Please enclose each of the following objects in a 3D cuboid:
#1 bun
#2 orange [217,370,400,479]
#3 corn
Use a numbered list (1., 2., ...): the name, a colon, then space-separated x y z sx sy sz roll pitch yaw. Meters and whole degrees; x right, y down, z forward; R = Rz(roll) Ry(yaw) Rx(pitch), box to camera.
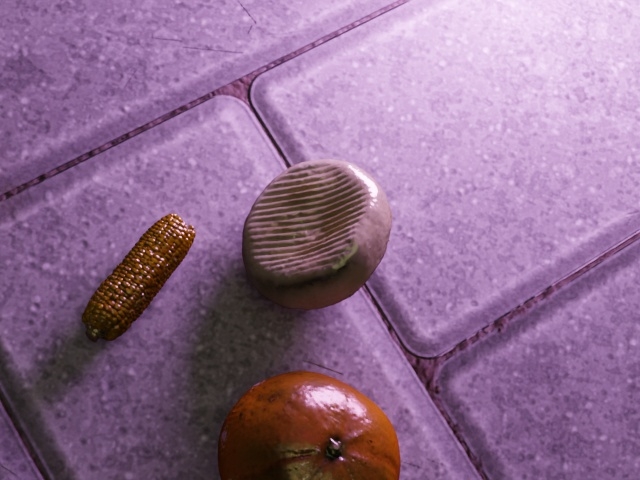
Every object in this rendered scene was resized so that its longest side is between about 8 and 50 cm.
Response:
1. bun: 0.000 0.000 1.434 0.222 0.127 0.222 -8 63 16
2. orange: -0.011 0.276 1.307 0.240 0.171 0.240 6 63 -12
3. corn: -0.243 0.049 1.395 0.068 0.068 0.207 36 71 2
